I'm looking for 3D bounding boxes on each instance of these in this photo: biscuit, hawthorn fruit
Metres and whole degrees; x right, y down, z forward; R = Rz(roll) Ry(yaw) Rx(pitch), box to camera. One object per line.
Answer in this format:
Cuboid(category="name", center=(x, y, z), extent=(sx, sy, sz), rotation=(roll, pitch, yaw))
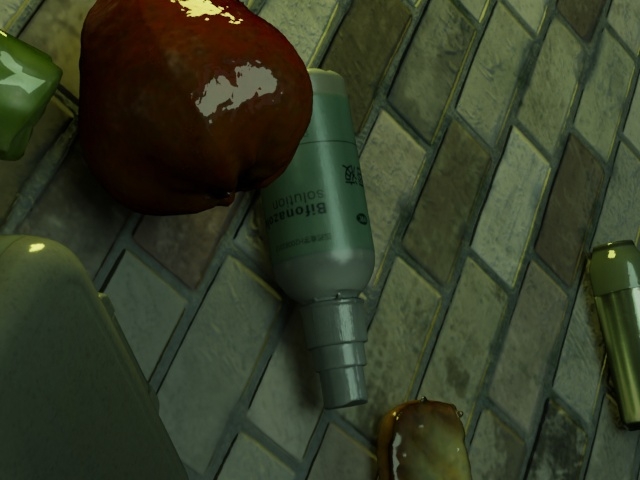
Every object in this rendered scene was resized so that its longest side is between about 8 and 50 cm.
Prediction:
Cuboid(category="biscuit", center=(0.136, 0.322, 1.391), extent=(0.154, 0.045, 0.299), rotation=(-12, 85, -46))
Cuboid(category="hawthorn fruit", center=(-0.136, -0.152, 1.192), extent=(0.224, 0.224, 0.261), rotation=(-18, 72, -45))

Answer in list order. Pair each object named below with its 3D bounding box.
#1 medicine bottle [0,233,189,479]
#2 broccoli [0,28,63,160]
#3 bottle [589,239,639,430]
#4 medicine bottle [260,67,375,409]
Cuboid(category="medicine bottle", center=(-0.218, 0.187, 0.945), extent=(0.375, 0.123, 0.282), rotation=(73, 31, -44))
Cuboid(category="broccoli", center=(-0.402, -0.196, 0.892), extent=(0.397, 0.275, 0.353), rotation=(-15, 116, -24))
Cuboid(category="bottle", center=(0.422, 0.128, 1.707), extent=(0.096, 0.079, 0.254), rotation=(38, 41, -78))
Cuboid(category="medicine bottle", center=(0.000, 0.000, 1.327), extent=(0.110, 0.110, 0.352), rotation=(1, 75, -43))
